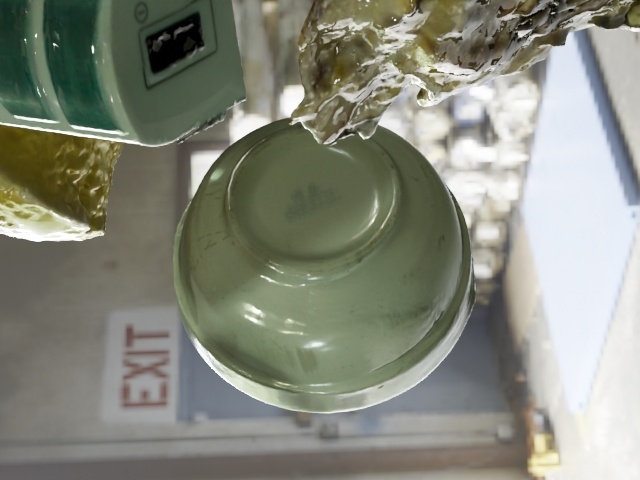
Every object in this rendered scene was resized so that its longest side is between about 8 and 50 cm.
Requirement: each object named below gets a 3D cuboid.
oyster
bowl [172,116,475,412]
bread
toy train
[{"bbox_3d":[0.059,-0.090,0.373,0.053,0.166,0.108,27,135,42],"label":"oyster"},{"bbox_3d":[0.000,0.000,1.244,0.163,0.307,0.307,83,-177,-59],"label":"bowl"},{"bbox_3d":[-0.197,-0.092,0.768,0.197,0.197,0.170,114,180,-82],"label":"bread"},{"bbox_3d":[-0.230,-0.109,0.599,0.088,0.407,0.086,-44,-45,-46],"label":"toy train"}]
